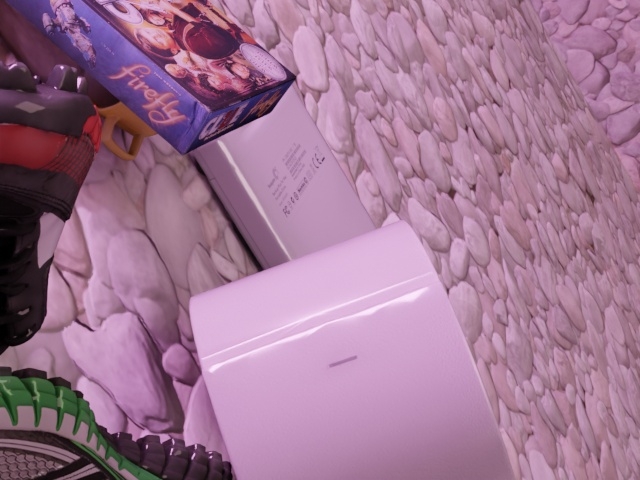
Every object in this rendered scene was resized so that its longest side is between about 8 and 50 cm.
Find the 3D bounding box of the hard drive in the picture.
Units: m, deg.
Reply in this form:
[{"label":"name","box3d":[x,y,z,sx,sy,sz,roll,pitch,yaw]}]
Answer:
[{"label":"hard drive","box3d":[0.000,0.000,1.142,0.307,0.040,0.203,59,27,-16]}]

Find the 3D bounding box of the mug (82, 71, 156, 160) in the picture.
[{"label":"mug","box3d":[-0.154,-0.108,0.931,0.062,0.078,0.064,33,-8,37]}]

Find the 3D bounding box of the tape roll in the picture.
[{"label":"tape roll","box3d":[0.025,0.126,0.840,0.246,0.169,0.246,160,-90,-88]}]

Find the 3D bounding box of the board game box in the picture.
[{"label":"board game box","box3d":[-0.148,-0.174,0.882,0.243,0.042,0.165,41,26,4]}]

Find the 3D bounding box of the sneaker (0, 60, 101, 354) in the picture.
[{"label":"sneaker","box3d":[-0.177,-0.005,0.604,0.097,0.276,0.135,9,75,-21]}]

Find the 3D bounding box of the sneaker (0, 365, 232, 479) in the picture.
[{"label":"sneaker","box3d":[-0.152,0.163,0.612,0.343,0.134,0.146,34,42,-50]}]
